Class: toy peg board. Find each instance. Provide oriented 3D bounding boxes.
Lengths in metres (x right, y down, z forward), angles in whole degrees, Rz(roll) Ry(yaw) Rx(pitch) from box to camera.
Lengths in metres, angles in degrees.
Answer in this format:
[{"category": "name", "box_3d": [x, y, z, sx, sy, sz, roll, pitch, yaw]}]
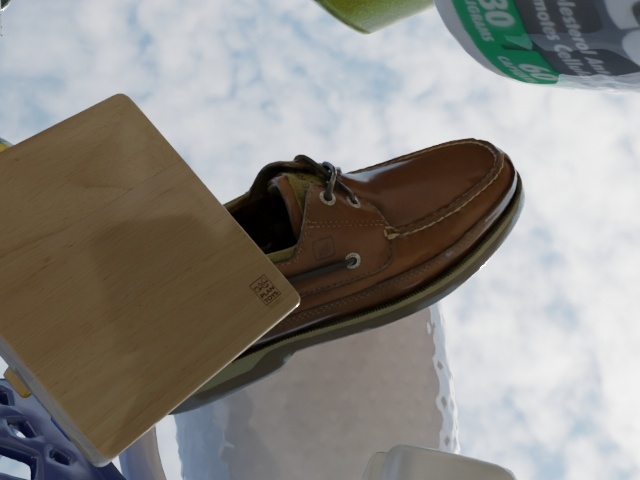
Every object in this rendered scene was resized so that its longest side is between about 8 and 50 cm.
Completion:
[{"category": "toy peg board", "box_3d": [-0.126, 0.027, 0.618, 0.160, 0.079, 0.161, 49, -134, 3]}]

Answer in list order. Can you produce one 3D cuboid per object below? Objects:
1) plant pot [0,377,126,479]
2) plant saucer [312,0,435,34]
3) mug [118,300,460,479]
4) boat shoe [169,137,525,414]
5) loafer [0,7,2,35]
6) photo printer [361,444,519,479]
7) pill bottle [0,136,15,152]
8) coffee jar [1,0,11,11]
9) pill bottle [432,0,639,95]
[{"category": "plant pot", "box_3d": [-0.276, 0.244, 0.801, 0.236, 0.236, 0.212, 39, -170, 34]}, {"category": "plant saucer", "box_3d": [0.076, -0.216, 0.892, 0.188, 0.188, 0.045, -23, -70, -1]}, {"category": "mug", "box_3d": [-0.034, 0.191, 1.057, 0.374, 0.276, 0.328, 15, -118, -47]}, {"category": "boat shoe", "box_3d": [0.000, 0.000, 0.740, 0.307, 0.104, 0.111, -30, -147, -15]}, {"category": "loafer", "box_3d": [-0.293, -0.232, 0.848, 0.080, 0.078, 0.220, -15, -100, -7]}, {"category": "photo printer", "box_3d": [0.064, 0.293, 0.623, 0.107, 0.256, 0.307, 8, -110, 25]}, {"category": "pill bottle", "box_3d": [-0.305, -0.019, 1.232, 0.208, 0.119, 0.119, 30, -131, 15]}, {"category": "coffee jar", "box_3d": [-0.468, -0.351, 1.388, 0.184, 0.096, 0.079, 56, -138, -32]}, {"category": "pill bottle", "box_3d": [0.231, -0.155, 0.477, 0.204, 0.361, 0.204, -11, -73, -40]}]
